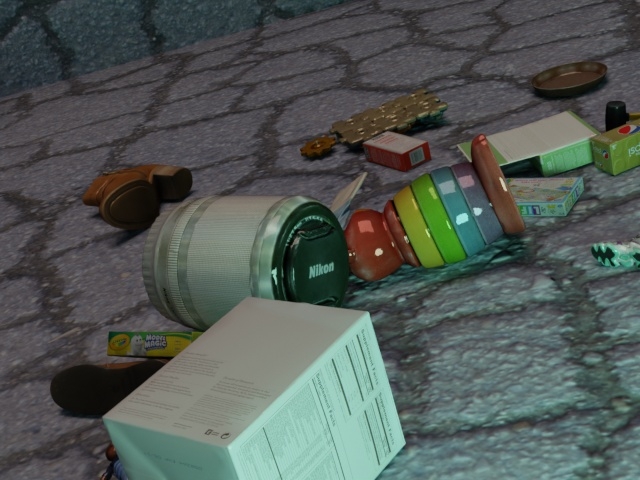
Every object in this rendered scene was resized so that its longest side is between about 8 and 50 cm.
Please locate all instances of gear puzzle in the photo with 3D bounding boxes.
[{"bbox_3d":[0.115,-0.246,2.308,0.338,0.044,0.175,-22,26,-7],"label":"gear puzzle"}]

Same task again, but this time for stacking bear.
[{"bbox_3d":[0.166,-0.030,1.663,0.289,0.164,0.175,-24,-9,9],"label":"stacking bear"}]

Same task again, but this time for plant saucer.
[{"bbox_3d":[0.551,-0.354,2.281,0.168,0.029,0.168,-13,25,6],"label":"plant saucer"}]

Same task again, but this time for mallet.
[{"bbox_3d":[0.634,-0.246,1.952,0.189,0.062,0.039,-9,26,13],"label":"mallet"}]

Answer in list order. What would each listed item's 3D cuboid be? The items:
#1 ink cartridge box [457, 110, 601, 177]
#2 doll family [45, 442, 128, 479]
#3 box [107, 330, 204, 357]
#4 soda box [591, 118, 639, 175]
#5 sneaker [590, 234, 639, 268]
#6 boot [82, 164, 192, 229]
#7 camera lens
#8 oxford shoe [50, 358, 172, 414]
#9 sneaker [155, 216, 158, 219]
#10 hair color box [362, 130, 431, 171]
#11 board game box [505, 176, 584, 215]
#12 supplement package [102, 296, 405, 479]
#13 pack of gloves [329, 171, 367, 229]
[{"bbox_3d":[0.393,-0.169,1.944,0.235,0.056,0.171,-19,23,1],"label":"ink cartridge box"},{"bbox_3d":[-0.284,0.320,1.285,0.193,0.076,0.111,-22,20,-25],"label":"doll family"},{"bbox_3d":[-0.221,0.159,1.564,0.179,0.043,0.105,0,-8,27],"label":"box"},{"bbox_3d":[0.577,-0.180,1.844,0.181,0.061,0.058,-22,25,-14],"label":"soda box"},{"bbox_3d":[0.459,0.012,1.538,0.098,0.038,0.069,14,35,32],"label":"sneaker"},{"bbox_3d":[-0.440,-0.100,2.237,0.220,0.109,0.283,1,27,30],"label":"boot"},{"bbox_3d":[-0.110,0.039,1.598,0.274,0.219,0.219,2,30,35],"label":"camera lens"},{"bbox_3d":[-0.302,0.216,1.542,0.212,0.076,0.076,-7,-2,16],"label":"oxford shoe"},{"bbox_3d":[-0.304,-0.047,2.131,0.083,0.035,0.031,-32,30,-33],"label":"sneaker"},{"bbox_3d":[0.158,-0.186,2.139,0.072,0.043,0.141,-27,27,-23],"label":"hair color box"},{"bbox_3d":[0.367,-0.076,1.792,0.154,0.026,0.103,1,29,34],"label":"board game box"},{"bbox_3d":[-0.068,0.222,1.201,0.199,0.198,0.262,4,31,39],"label":"supplement package"},{"bbox_3d":[0.000,0.000,1.785,0.195,0.046,0.232,-36,15,32],"label":"pack of gloves"}]
